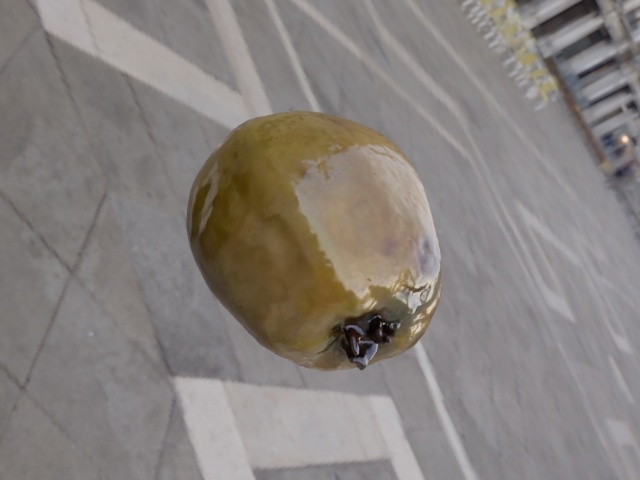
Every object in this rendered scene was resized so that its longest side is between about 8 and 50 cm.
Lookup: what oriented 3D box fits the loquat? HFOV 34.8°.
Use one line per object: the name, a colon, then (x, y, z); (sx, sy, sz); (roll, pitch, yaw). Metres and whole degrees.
loquat: (0.000, 0.000, 0.760); (0.187, 0.176, 0.234); (20, 24, -41)
